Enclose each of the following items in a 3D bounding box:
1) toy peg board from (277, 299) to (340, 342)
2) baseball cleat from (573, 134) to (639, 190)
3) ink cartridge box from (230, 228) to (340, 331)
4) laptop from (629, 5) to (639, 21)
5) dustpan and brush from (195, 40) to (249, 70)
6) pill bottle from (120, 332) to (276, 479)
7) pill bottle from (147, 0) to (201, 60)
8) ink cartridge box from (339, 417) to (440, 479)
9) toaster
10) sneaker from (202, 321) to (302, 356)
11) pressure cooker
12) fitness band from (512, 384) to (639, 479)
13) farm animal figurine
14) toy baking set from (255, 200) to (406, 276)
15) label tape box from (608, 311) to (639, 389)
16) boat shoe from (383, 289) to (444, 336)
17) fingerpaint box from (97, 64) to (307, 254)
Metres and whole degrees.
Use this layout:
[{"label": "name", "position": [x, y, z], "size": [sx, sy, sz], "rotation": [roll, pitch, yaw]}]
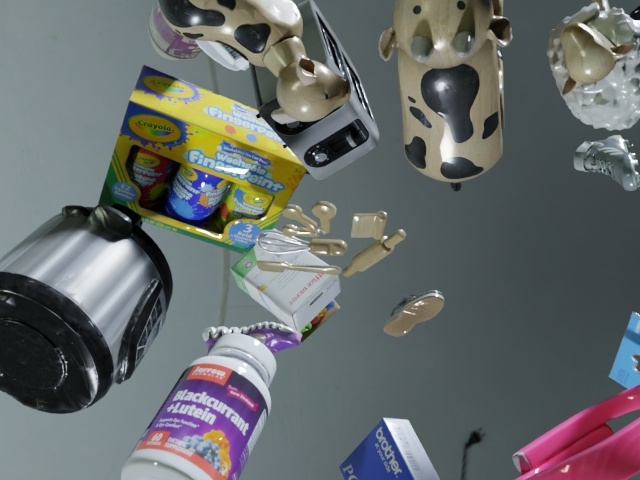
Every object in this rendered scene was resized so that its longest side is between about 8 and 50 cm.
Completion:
[{"label": "toy peg board", "position": [-0.041, 0.166, 1.803], "size": [0.160, 0.079, 0.161], "rotation": [-39, 91, -25]}, {"label": "baseball cleat", "position": [0.537, -0.138, 1.244], "size": [0.206, 0.109, 0.072], "rotation": [-56, 133, -61]}, {"label": "ink cartridge box", "position": [-0.081, 0.093, 1.567], "size": [0.154, 0.212, 0.093], "rotation": [-44, 146, -22]}, {"label": "laptop", "position": [0.578, -0.271, 0.816], "size": [0.234, 0.264, 0.137], "rotation": [16, 59, -28]}, {"label": "dustpan and brush", "position": [-0.221, -0.408, 1.308], "size": [0.211, 0.147, 0.060], "rotation": [41, 70, -19]}, {"label": "pill bottle", "position": [-0.117, 0.193, 0.706], "size": [0.108, 0.108, 0.193], "rotation": [48, 37, -16]}, {"label": "pill bottle", "position": [-0.344, -0.558, 1.682], "size": [0.169, 0.301, 0.169], "rotation": [0, 89, -24]}, {"label": "ink cartridge box", "position": [0.098, 0.308, 0.720], "size": [0.046, 0.207, 0.097], "rotation": [16, 121, -36]}, {"label": "toaster", "position": [-0.014, -0.200, 0.866], "size": [0.168, 0.110, 0.186], "rotation": [47, 24, -51]}, {"label": "sneaker", "position": [-0.150, 0.239, 1.433], "size": [0.095, 0.236, 0.105], "rotation": [48, 39, -54]}, {"label": "pressure cooker", "position": [-0.544, 0.125, 1.505], "size": [0.376, 0.369, 0.420], "rotation": [65, 27, -23]}, {"label": "fitness band", "position": [0.357, 0.246, 0.825], "size": [0.290, 0.209, 0.054], "rotation": [-22, 74, -24]}, {"label": "farm animal figurine", "position": [0.066, -0.155, 0.496], "size": [0.327, 0.330, 0.172], "rotation": [49, 40, -42]}, {"label": "toy baking set", "position": [0.007, 0.002, 1.056], "size": [0.196, 0.256, 0.030], "rotation": [20, 56, -19]}, {"label": "label tape box", "position": [0.593, 0.212, 0.913], "size": [0.106, 0.333, 0.241], "rotation": [-43, 147, -15]}, {"label": "boat shoe", "position": [0.308, 0.226, 2.211], "size": [0.102, 0.285, 0.092], "rotation": [24, 49, -15]}, {"label": "fingerpaint box", "position": [-0.299, -0.181, 1.693], "size": [0.444, 0.371, 0.163], "rotation": [20, 43, -17]}]
